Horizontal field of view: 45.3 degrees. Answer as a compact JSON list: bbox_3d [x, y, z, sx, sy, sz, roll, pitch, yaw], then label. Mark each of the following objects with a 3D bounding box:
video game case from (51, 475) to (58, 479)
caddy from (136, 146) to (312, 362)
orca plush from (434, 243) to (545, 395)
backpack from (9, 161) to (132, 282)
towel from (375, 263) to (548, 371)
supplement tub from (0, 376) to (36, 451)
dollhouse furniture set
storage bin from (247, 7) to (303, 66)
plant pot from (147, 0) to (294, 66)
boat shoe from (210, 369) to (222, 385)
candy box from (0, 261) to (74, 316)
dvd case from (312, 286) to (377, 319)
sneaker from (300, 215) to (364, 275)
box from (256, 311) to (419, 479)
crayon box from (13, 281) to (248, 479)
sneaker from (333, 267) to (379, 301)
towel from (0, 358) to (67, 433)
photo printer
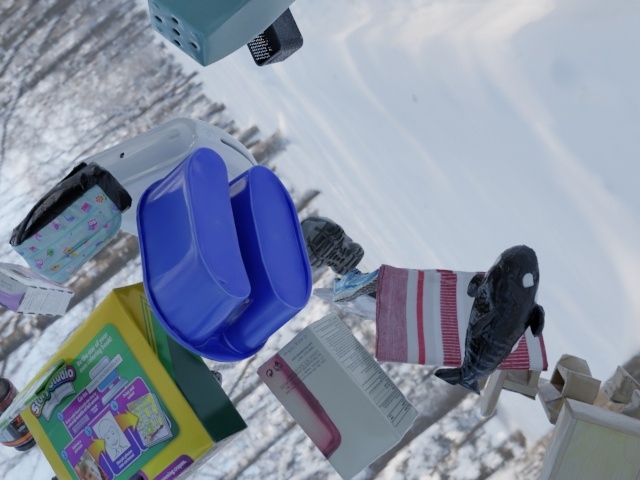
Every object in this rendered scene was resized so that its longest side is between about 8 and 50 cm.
[{"bbox_3d":[-0.537,0.655,1.804,0.196,0.026,0.274,-14,-84,-65],"label":"video game case"},{"bbox_3d":[-0.162,0.022,1.215,0.241,0.179,0.341,15,-131,-40],"label":"caddy"},{"bbox_3d":[0.261,0.137,1.263,0.102,0.287,0.151,-7,-130,-43],"label":"orca plush"},{"bbox_3d":[-0.377,-0.028,1.162,0.115,0.182,0.152,49,168,-18],"label":"backpack"},{"bbox_3d":[0.275,0.151,1.529,0.037,0.329,0.237,91,-177,-47],"label":"towel"},{"bbox_3d":[-0.752,0.427,1.853,0.106,0.106,0.198,53,164,46],"label":"supplement tub"},{"bbox_3d":[0.502,0.399,1.546,0.362,0.256,0.394,17,-167,2],"label":"dollhouse furniture set"},{"bbox_3d":[-0.138,-0.562,2.004,0.122,0.084,0.180,-23,93,48],"label":"storage bin"},{"bbox_3d":[-0.140,-0.390,1.141,0.165,0.234,0.166,37,164,2],"label":"plant pot"},{"bbox_3d":[-0.334,0.331,1.768,0.076,0.229,0.080,-73,-28,-62],"label":"boat shoe"},{"bbox_3d":[-0.699,0.110,1.776,0.165,0.070,0.196,24,178,15],"label":"candy box"},{"bbox_3d":[0.113,0.161,1.941,0.180,0.022,0.253,28,162,-24],"label":"dvd case"},{"bbox_3d":[0.000,0.000,1.559,0.106,0.101,0.267,45,-178,24],"label":"sneaker"},{"bbox_3d":[0.031,0.253,1.269,0.232,0.127,0.148,50,-163,9],"label":"box"},{"bbox_3d":[-0.348,0.303,1.355,0.313,0.363,0.106,54,-153,14],"label":"crayon box"},{"bbox_3d":[0.083,0.089,1.765,0.063,0.162,0.073,6,-114,-47],"label":"sneaker"},{"bbox_3d":[-0.503,0.277,1.316,0.023,0.152,0.113,46,-157,-13],"label":"towel"},{"bbox_3d":[-0.282,-0.117,1.479,0.256,0.308,0.107,36,-141,-59],"label":"photo printer"}]
